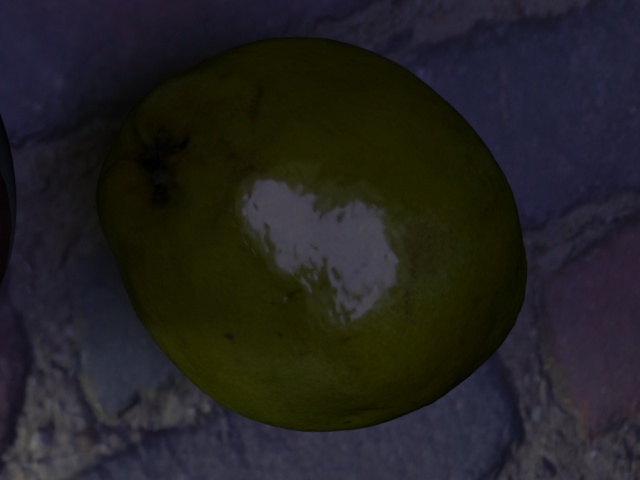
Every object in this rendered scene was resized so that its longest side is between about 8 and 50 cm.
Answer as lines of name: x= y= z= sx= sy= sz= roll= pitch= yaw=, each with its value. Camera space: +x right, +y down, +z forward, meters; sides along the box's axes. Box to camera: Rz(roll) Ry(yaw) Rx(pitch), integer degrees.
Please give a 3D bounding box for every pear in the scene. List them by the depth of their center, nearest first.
pear: x=0.000 y=0.000 z=1.058 sx=0.269 sy=0.212 sz=0.212 roll=27 pitch=88 yaw=-42

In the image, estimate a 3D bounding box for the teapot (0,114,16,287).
teapot: x=-0.271 y=0.008 z=0.809 sx=0.233 sy=0.312 sz=0.315 roll=41 pitch=80 yaw=-34
